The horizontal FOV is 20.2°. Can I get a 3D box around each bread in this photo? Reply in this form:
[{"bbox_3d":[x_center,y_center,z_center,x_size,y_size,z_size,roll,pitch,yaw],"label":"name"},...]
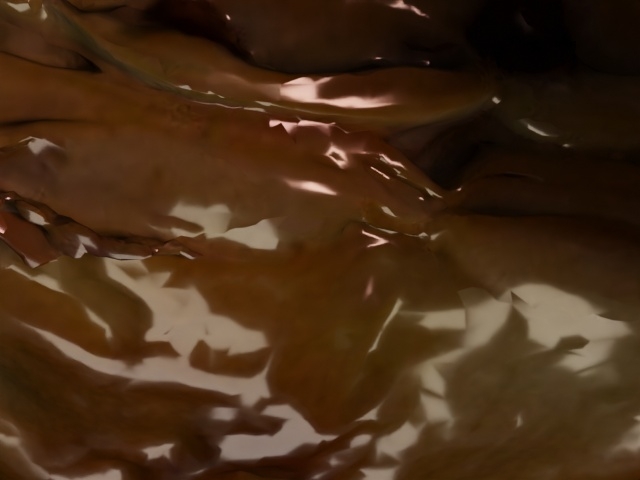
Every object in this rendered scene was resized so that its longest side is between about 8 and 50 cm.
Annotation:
[{"bbox_3d":[0.000,0.000,0.509,0.325,0.167,0.277,1,147,-18],"label":"bread"}]
